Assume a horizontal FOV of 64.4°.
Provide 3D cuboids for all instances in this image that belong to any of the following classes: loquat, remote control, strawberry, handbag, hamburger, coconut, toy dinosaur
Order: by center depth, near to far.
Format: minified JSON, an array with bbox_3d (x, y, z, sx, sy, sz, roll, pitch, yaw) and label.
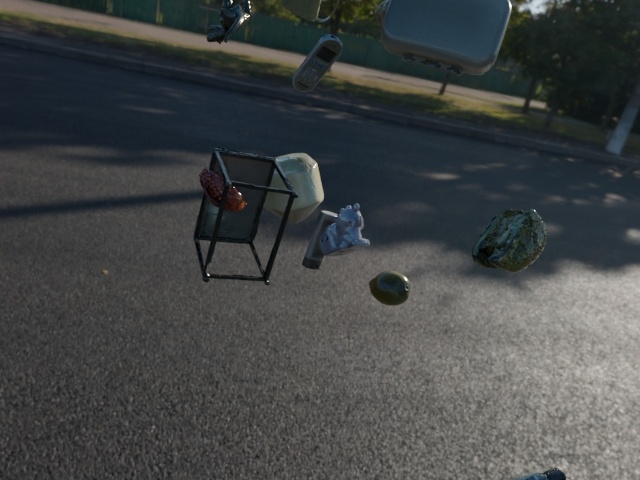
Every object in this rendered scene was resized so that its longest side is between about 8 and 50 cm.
[{"bbox_3d":[-0.233,-0.541,1.324,0.087,0.179,0.187,5,-15,-27],"label":"toy dinosaur"},{"bbox_3d":[-0.306,-0.144,1.535,0.188,0.082,0.121,35,-11,28],"label":"strawberry"},{"bbox_3d":[-0.013,-0.615,1.767,0.087,0.244,0.047,23,47,-27],"label":"remote control"},{"bbox_3d":[-0.031,-0.903,1.837,0.219,0.079,0.256,31,-20,2],"label":"handbag"},{"bbox_3d":[0.717,0.016,1.897,0.192,0.288,0.167,43,-16,-20],"label":"hamburger"},{"bbox_3d":[-0.109,-0.191,1.928,0.237,0.266,0.237,-11,23,5],"label":"coconut"},{"bbox_3d":[0.301,0.208,2.225,0.195,0.152,0.152,6,14,39],"label":"loquat"}]

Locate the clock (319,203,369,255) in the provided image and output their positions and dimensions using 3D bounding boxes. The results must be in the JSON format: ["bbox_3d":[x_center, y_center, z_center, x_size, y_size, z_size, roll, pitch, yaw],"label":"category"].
[{"bbox_3d":[0.058,-0.025,1.359,0.080,0.117,0.176,1,-13,-30],"label":"clock"}]

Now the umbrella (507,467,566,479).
[{"bbox_3d":[0.490,0.599,1.226,0.250,0.052,0.053,-4,66,-20],"label":"umbrella"}]

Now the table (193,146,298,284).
[{"bbox_3d":[-0.251,-0.075,1.615,0.222,0.335,0.272,6,29,-25],"label":"table"}]

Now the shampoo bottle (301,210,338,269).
[{"bbox_3d":[0.000,0.000,1.956,0.086,0.227,0.056,9,18,-40],"label":"shampoo bottle"}]

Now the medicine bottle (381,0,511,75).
[{"bbox_3d":[0.393,-0.685,1.609,0.375,0.282,0.123,18,-2,11],"label":"medicine bottle"}]

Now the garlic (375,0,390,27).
[{"bbox_3d":[0.316,-0.840,1.841,0.152,0.228,0.228,51,5,-28],"label":"garlic"}]
